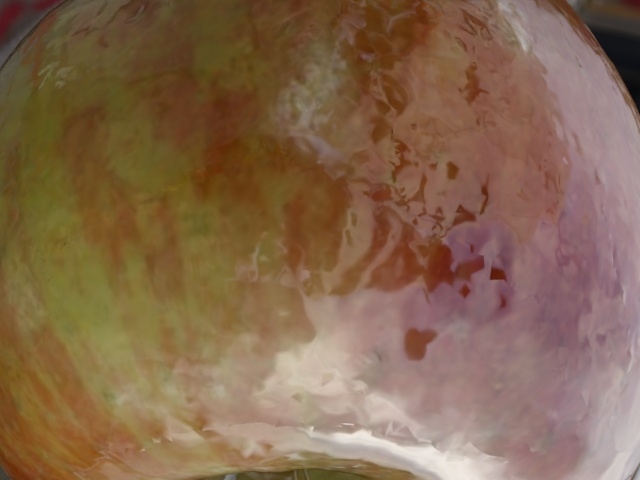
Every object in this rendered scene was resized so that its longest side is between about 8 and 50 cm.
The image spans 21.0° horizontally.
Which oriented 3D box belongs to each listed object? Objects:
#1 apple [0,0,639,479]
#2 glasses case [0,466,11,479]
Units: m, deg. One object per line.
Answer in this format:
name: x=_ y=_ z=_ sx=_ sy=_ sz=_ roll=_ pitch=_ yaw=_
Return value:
apple: x=0.000 y=0.000 z=0.693 sx=0.301 sy=0.301 sz=0.302 roll=-37 pitch=135 yaw=-47
glasses case: x=-0.076 y=0.199 z=0.805 sx=0.098 sy=0.425 sz=0.157 roll=70 pitch=38 yaw=-57
